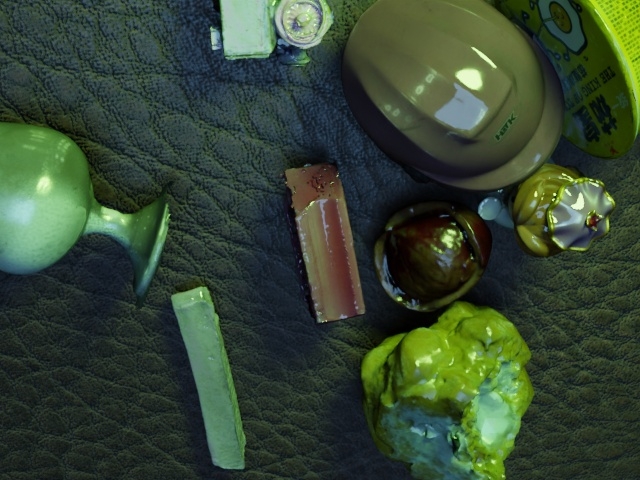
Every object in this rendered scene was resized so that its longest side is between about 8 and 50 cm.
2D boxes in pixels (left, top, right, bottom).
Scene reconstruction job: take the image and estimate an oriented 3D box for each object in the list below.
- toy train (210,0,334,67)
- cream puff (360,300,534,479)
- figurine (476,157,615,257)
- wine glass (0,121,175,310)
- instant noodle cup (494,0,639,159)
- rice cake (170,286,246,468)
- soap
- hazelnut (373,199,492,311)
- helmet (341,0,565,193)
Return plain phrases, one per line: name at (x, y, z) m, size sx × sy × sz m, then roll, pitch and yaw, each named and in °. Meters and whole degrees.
toy train at (-0.075, -0.381, 1.129) m, size 0.177 × 0.134 × 0.261 m, roll -4°, pitch 110°, yaw -4°
cream puff at (0.215, 0.253, 1.355) m, size 0.274 × 0.270 × 0.323 m, roll 4°, pitch 125°, yaw 30°
figurine at (0.341, -0.063, 1.215) m, size 0.189 × 0.263 × 0.142 m, roll -18°, pitch 111°, yaw -3°
wine glass at (-0.398, -0.044, 1.174) m, size 0.322 × 0.238 × 0.238 m, roll 16°, pitch 108°, yaw -16°
instant noodle cup at (0.444, -0.317, 1.122) m, size 0.254 × 0.325 × 0.326 m, roll -31°, pitch 110°, yaw -3°
rice cake at (-0.191, 0.247, 1.390) m, size 0.072 × 0.056 × 0.365 m, roll -9°, pitch 111°, yaw 3°
soap at (0.000, 0.000, 1.261) m, size 0.099 × 0.162 × 0.250 m, roll -12°, pitch 112°, yaw -1°
hazelnut at (0.186, 0.026, 1.283) m, size 0.202 × 0.170 × 0.160 m, roll -48°, pitch 151°, yaw 13°
helmet at (0.170, -0.228, 1.110) m, size 0.338 × 0.197 × 0.271 m, roll 44°, pitch 102°, yaw 25°
